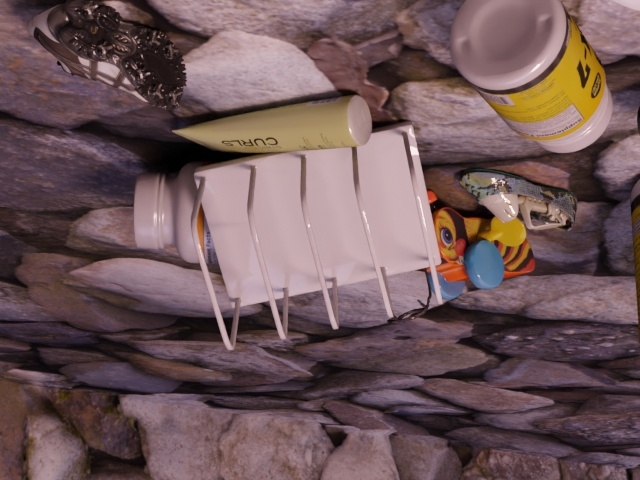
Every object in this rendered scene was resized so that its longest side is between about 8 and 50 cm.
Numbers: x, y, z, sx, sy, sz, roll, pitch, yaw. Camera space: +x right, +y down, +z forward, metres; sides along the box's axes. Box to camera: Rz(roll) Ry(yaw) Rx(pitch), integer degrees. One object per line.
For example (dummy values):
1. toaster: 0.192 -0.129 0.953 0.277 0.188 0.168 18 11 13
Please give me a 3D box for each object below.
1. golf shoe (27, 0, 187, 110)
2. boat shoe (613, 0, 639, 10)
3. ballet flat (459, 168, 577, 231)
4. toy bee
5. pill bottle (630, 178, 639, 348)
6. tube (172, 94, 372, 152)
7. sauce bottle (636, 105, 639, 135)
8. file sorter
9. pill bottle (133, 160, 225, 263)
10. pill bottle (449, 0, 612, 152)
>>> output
1. golf shoe: -0.223 -0.200 1.332 0.094 0.077 0.198 5 162 36
2. boat shoe: 0.351 -0.251 1.133 0.228 0.080 0.076 8 142 -10
3. ballet flat: 0.274 -0.050 1.707 0.188 0.070 0.070 10 159 -23
4. toy bee: 0.196 0.000 1.776 0.195 0.162 0.298 -17 180 23
5. pill bottle: 0.511 0.077 1.646 0.188 0.334 0.188 2 161 1
6. tube: -0.056 -0.131 1.516 0.240 0.062 0.070 -3 126 29
7. sauce bottle: 0.494 -0.167 1.304 0.111 0.111 0.344 18 156 -39
8. file sorter: 0.000 0.000 1.511 0.278 0.192 0.173 -12 -157 4
9. pill bottle: -0.119 -0.036 1.662 0.246 0.136 0.136 2 160 -1
10. pill bottle: 0.223 -0.172 1.285 0.119 0.119 0.208 -9 159 27
